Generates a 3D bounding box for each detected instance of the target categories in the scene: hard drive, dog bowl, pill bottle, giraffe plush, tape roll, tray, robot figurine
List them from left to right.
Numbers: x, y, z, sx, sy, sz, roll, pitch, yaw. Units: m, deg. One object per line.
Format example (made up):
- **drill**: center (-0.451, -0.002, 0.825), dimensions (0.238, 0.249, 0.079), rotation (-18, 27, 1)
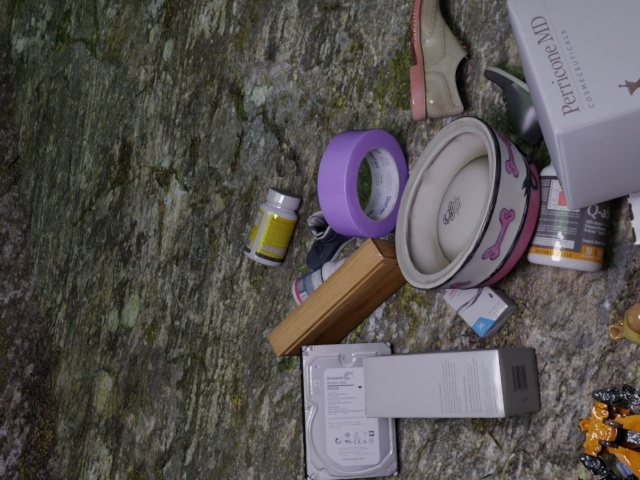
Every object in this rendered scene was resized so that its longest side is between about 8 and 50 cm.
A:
- **pill bottle**: center (-0.135, -0.040, 2.334), dimensions (0.119, 0.119, 0.208), rotation (28, 103, 37)
- **pill bottle**: center (0.021, 0.117, 2.199), dimensions (0.180, 0.108, 0.108), rotation (-29, 68, 32)
- **tray**: center (0.067, 0.157, 2.095), dimensions (0.411, 0.203, 0.076), rotation (-44, 60, 27)
- **hard drive**: center (0.071, 0.432, 2.058), dimensions (0.064, 0.237, 0.339), rotation (134, 135, -77)
- **tape roll**: center (0.111, -0.143, 2.046), dimensions (0.090, 0.275, 0.274), rotation (4, 87, 39)
- **dog bowl**: center (0.337, -0.069, 1.848), dimensions (0.408, 0.150, 0.408), rotation (-48, 34, 48)
- **pill bottle**: center (0.549, -0.076, 1.761), dimensions (0.162, 0.162, 0.278), rotation (9, 92, 39)
- **robot figurine**: center (0.661, 0.410, 1.621), dimensions (0.291, 0.085, 0.211), rotation (12, 88, 43)
- **giraffe plush**: center (0.690, 0.187, 1.643), dimensions (0.210, 0.181, 0.170), rotation (96, 152, -44)

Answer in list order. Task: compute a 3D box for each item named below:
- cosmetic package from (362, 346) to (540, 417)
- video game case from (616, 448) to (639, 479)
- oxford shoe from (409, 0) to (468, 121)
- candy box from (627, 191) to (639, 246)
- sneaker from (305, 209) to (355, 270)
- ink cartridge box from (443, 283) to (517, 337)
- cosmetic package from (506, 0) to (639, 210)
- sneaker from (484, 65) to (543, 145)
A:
- **cosmetic package**: center (0.300, 0.333, 1.896), dimensions (0.365, 0.197, 0.155), rotation (-12, 79, 39)
- **video game case**: center (0.797, 0.510, 1.578), dimensions (0.300, 0.036, 0.329), rotation (-44, 60, 27)
- **oxford shoe**: center (0.301, -0.489, 2.053), dimensions (0.147, 0.140, 0.397), rotation (0, 79, 8)
- **candy box**: center (0.725, -0.113, 1.681), dimensions (0.159, 0.071, 0.233), rotation (-11, 78, 35)
- **sneaker**: center (0.000, -0.002, 2.195), dimensions (0.226, 0.163, 0.086), rotation (-45, 61, 28)
- **ink cartridge box**: center (0.371, 0.136, 1.945), dimensions (0.180, 0.060, 0.104), rotation (48, 114, 32)
- **cosmetic package**: center (0.606, -0.311, 1.530), dimensions (0.394, 0.327, 0.329), rotation (-17, 62, 14)
- **sneaker**: center (0.453, -0.323, 1.915), dimensions (0.222, 0.083, 0.118), rotation (42, 111, 33)
